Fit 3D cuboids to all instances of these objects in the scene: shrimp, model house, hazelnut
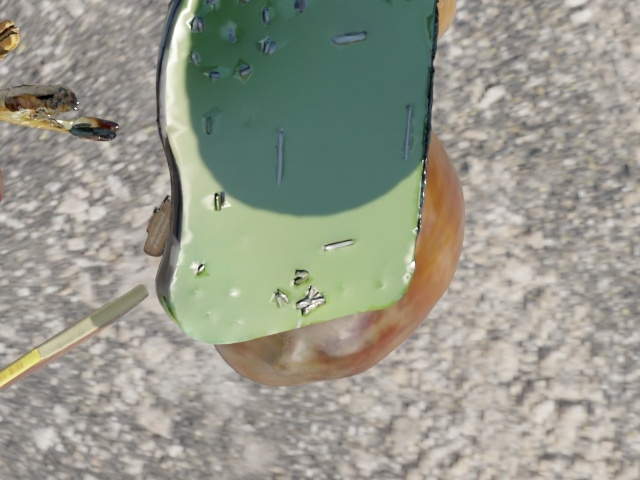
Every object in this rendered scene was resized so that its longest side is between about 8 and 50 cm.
[{"bbox_3d":[-0.266,-0.133,1.602,0.148,0.195,0.035,18,79,-38],"label":"shrimp"},{"bbox_3d":[-0.043,-0.094,1.091,0.207,0.154,0.294,-11,124,-23],"label":"model house"},{"bbox_3d":[0.003,-0.006,1.772,0.366,0.366,0.366,1,87,-21],"label":"hazelnut"}]

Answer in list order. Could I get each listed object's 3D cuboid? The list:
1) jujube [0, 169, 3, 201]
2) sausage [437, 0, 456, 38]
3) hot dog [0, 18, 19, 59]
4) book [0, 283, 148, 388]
[{"bbox_3d":[-0.477,-0.043,1.715,0.213,0.213,0.232,62,35,-8],"label":"jujube"},{"bbox_3d":[0.044,-0.204,1.448,0.270,0.109,0.109,-37,102,-51],"label":"sausage"},{"bbox_3d":[-0.356,-0.216,1.672,0.021,0.083,0.037,-17,86,-47],"label":"hot dog"},{"bbox_3d":[-0.412,0.182,1.926,0.028,0.374,0.262,58,27,0],"label":"book"}]
